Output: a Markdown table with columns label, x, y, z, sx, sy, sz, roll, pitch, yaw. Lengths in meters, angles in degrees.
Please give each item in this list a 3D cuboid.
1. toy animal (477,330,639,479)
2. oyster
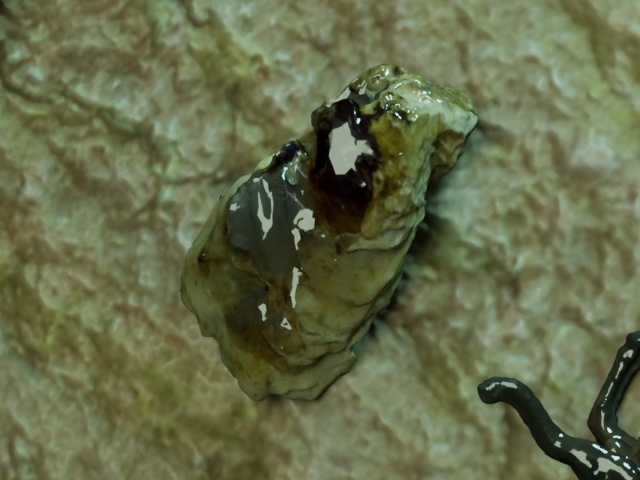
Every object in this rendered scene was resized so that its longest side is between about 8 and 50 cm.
| label | x | y | z | sx | sy | sz | roll | pitch | yaw |
| --- | --- | --- | --- | --- | --- | --- | --- | --- | --- |
| toy animal | 0.200 | 0.106 | 0.939 | 0.233 | 0.084 | 0.148 | -33 | 65 | 15 |
| oyster | -0.002 | -0.016 | 1.076 | 0.233 | 0.107 | 0.161 | -44 | 69 | 15 |
